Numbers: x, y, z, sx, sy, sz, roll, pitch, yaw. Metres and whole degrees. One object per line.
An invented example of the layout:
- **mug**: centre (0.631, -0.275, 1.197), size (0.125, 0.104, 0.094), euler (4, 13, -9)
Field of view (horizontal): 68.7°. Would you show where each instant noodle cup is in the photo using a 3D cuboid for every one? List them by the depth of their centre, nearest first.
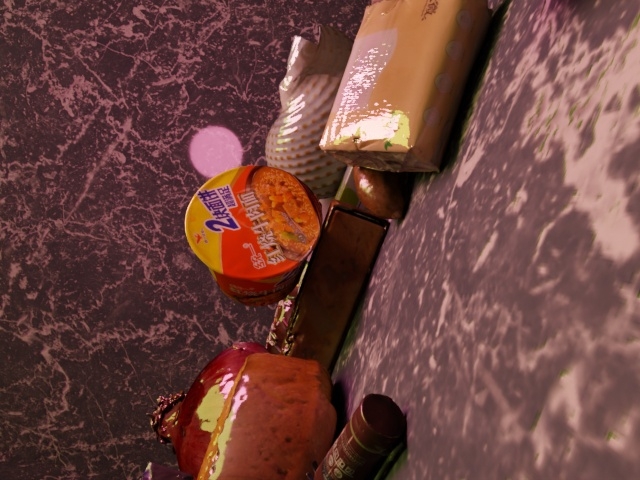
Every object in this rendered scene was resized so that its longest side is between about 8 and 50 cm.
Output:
- **instant noodle cup**: centre (-0.106, 0.007, 0.790), size (0.174, 0.213, 0.213), euler (98, -172, -60)

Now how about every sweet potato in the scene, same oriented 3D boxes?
- **sweet potato**: centre (0.114, -0.175, 0.751), size (0.114, 0.092, 0.342), euler (-21, 46, 53)

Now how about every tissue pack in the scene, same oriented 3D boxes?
- **tissue pack**: centre (0.104, -0.203, 0.602), size (0.186, 0.090, 0.222), euler (18, 89, 51)

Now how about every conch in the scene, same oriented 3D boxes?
- **conch**: centre (0.029, -0.239, 0.934), size (0.303, 0.215, 0.319), euler (-57, -8, -37)

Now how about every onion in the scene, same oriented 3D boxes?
- **onion**: centre (-0.199, 0.373, 0.936), size (0.347, 0.285, 0.348), euler (-171, 90, -83)

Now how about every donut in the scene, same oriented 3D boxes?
- **donut**: centre (-0.078, 0.306, 0.615), size (0.317, 0.150, 0.299), euler (-83, 16, -70)
- **donut**: centre (-0.073, 0.205, 1.254), size (0.269, 0.103, 0.270), euler (-162, 90, -85)

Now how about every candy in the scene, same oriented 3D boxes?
- **candy**: centre (-0.204, 0.351, 0.578), size (0.312, 0.061, 0.088), euler (119, 165, -51)

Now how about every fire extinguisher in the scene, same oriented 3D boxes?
- **fire extinguisher**: centre (0.028, 0.204, 0.432), size (0.064, 0.043, 0.158), euler (50, 133, 34)

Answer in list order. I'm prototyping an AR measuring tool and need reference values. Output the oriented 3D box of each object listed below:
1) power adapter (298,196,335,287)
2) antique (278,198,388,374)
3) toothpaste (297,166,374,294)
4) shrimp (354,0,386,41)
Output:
- **power adapter**: centre (0.000, 0.000, 1.132), size (0.187, 0.124, 0.255), euler (141, 148, -84)
- **antique**: centre (0.012, 0.093, 0.778), size (0.087, 0.093, 0.310), euler (-97, 27, -80)
- **toothpaste**: centre (0.043, -0.005, 0.895), size (0.067, 0.081, 0.337), euler (-84, 14, -61)
- **shrimp**: centre (0.158, -0.415, 0.933), size (0.116, 0.145, 0.343), euler (-45, 31, 45)
